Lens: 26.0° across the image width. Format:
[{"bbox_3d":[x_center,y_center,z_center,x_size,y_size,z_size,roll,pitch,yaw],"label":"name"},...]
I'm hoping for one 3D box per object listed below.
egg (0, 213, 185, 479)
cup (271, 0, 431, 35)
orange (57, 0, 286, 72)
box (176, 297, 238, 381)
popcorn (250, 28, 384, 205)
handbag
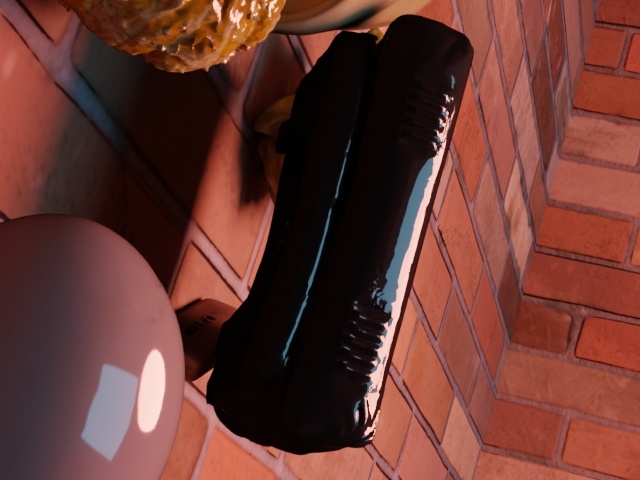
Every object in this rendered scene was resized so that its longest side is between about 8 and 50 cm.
[{"bbox_3d":[-0.143,0.084,0.666,0.199,0.146,0.146,-68,162,-7],"label":"egg"},{"bbox_3d":[-0.019,-0.253,0.890,0.173,0.255,0.202,-38,176,23],"label":"cup"},{"bbox_3d":[-0.069,-0.165,0.727,0.156,0.134,0.157,0,90,-33],"label":"orange"},{"bbox_3d":[-0.087,0.070,1.007,0.115,0.048,0.025,-31,138,-67],"label":"box"},{"bbox_3d":[0.031,-0.085,1.105,0.173,0.142,0.173,-56,170,-15],"label":"popcorn"},{"bbox_3d":[0.000,0.000,0.900,0.244,0.088,0.275,158,-54,-75],"label":"handbag"}]
